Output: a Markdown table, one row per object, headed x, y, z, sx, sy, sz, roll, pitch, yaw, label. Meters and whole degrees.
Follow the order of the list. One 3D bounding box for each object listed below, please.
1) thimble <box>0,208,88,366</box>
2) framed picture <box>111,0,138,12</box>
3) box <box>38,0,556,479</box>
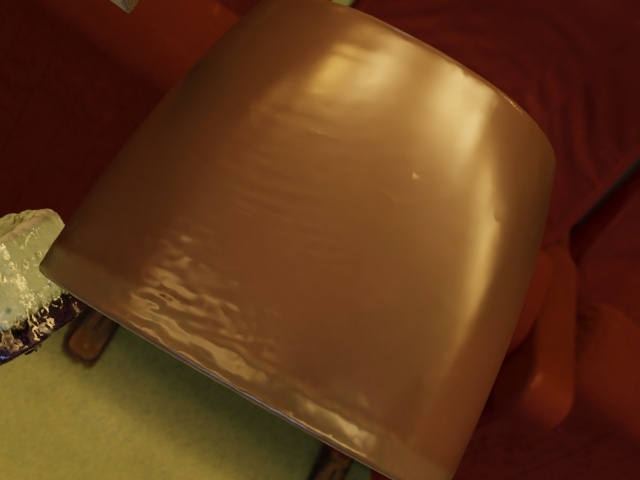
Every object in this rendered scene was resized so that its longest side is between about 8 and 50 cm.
| x | y | z | sx | sy | sz | roll | pitch | yaw | label |
| --- | --- | --- | --- | --- | --- | --- | --- | --- | --- |
| -0.399 | 0.062 | 1.071 | 0.237 | 0.237 | 0.150 | -40 | 114 | -41 | thimble |
| -0.264 | -0.302 | 0.579 | 0.324 | 0.240 | 0.020 | 37 | 76 | 15 | framed picture |
| 0.000 | 0.000 | 0.562 | 0.301 | 0.301 | 0.216 | 31 | 83 | -16 | box |
